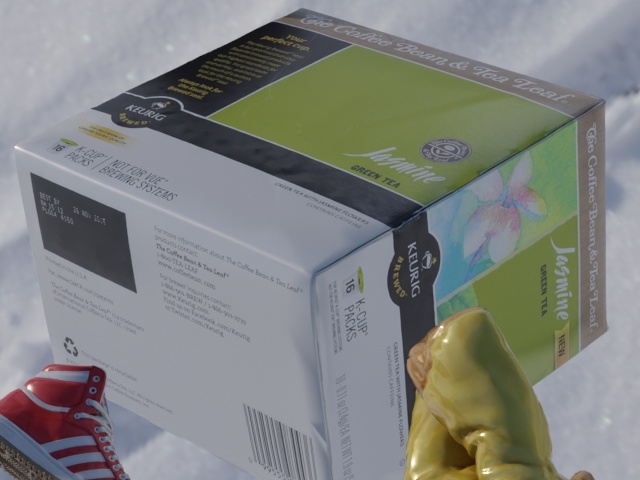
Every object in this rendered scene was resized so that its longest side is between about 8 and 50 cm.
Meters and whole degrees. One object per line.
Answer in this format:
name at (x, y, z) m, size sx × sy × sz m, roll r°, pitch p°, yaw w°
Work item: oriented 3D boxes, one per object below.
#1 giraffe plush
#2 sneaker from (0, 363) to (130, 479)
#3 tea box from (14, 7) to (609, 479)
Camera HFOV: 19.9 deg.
giraffe plush at (0.049, 0.160, 0.865) m, size 0.170 × 0.181 × 0.210 m, roll -27°, pitch 36°, yaw -2°
sneaker at (-0.110, 0.106, 0.906) m, size 0.118 × 0.042 × 0.067 m, roll 36°, pitch 58°, yaw 16°
tea box at (0.000, 0.000, 1.410) m, size 0.323 × 0.220 × 0.329 m, roll -31°, pitch 38°, yaw -35°
